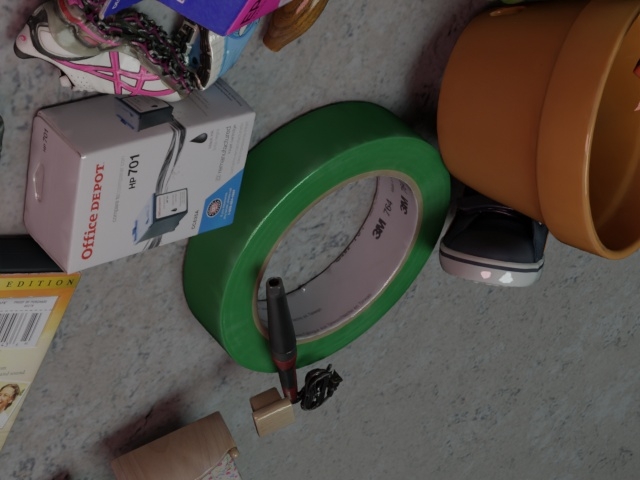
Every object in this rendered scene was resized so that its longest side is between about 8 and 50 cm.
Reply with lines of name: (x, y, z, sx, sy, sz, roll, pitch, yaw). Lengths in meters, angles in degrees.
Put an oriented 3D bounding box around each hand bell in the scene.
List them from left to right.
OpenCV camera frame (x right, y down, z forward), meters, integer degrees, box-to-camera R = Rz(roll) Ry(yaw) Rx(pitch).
hand bell: (0.024, -0.269, 1.334, 0.126, 0.126, 0.242, 3, 135, -50)

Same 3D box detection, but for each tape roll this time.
tape roll: (0.000, 0.000, 1.593, 0.321, 0.077, 0.321, -29, 143, -25)

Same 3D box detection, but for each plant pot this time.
plant pot: (0.261, -0.141, 1.560, 0.291, 0.203, 0.291, -30, 127, -50)

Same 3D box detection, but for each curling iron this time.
curling iron: (-0.029, 0.112, 1.576, 0.068, 0.035, 0.274, -32, 146, -9)

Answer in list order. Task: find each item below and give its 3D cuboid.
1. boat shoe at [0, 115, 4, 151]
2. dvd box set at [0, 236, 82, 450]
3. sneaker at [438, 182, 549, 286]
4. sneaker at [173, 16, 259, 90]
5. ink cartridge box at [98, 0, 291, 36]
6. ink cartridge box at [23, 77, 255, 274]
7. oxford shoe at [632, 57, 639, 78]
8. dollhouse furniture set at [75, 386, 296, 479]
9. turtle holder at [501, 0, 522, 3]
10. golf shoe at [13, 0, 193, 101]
boat shoe: (-0.386, -0.055, 1.092, 0.335, 0.121, 0.119, -16, 130, -54)
dvd box set: (-0.428, 0.180, 1.324, 0.307, 0.062, 0.420, -1, 127, -47)
sneaker: (0.215, -0.033, 1.698, 0.321, 0.126, 0.127, -42, 142, -73)
sneaker: (-0.086, -0.216, 1.297, 0.073, 0.063, 0.162, -33, 154, -45)
ink cartridge box: (-0.001, -0.255, 1.039, 0.176, 0.069, 0.371, -52, 171, 37)
ink cartridge box: (-0.168, -0.065, 1.334, 0.191, 0.082, 0.139, -20, 139, -36)
oxford shoe: (0.421, -0.227, 1.462, 0.271, 0.098, 0.097, -49, 177, -26)
dollhouse furniture set: (-0.150, 0.381, 1.681, 0.355, 0.174, 0.303, -25, 144, -9)
turtle holder: (0.273, -0.362, 1.403, 0.227, 0.320, 0.243, -25, 110, -30)
golf shoe: (-0.184, -0.160, 1.240, 0.086, 0.067, 0.186, -30, 150, 21)
